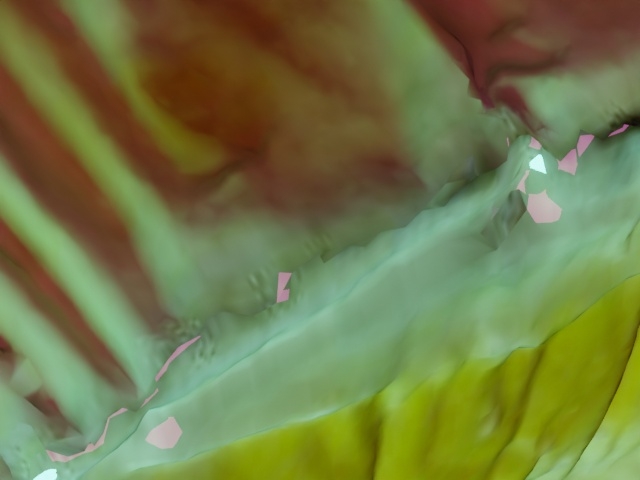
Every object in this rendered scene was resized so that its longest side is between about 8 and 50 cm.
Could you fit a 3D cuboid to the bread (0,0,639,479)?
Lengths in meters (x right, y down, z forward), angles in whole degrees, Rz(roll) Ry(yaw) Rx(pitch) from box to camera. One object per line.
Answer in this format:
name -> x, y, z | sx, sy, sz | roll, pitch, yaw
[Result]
bread -> 0.003, -0.011, 0.517 | 0.388, 0.183, 0.236 | -18, 134, -31
